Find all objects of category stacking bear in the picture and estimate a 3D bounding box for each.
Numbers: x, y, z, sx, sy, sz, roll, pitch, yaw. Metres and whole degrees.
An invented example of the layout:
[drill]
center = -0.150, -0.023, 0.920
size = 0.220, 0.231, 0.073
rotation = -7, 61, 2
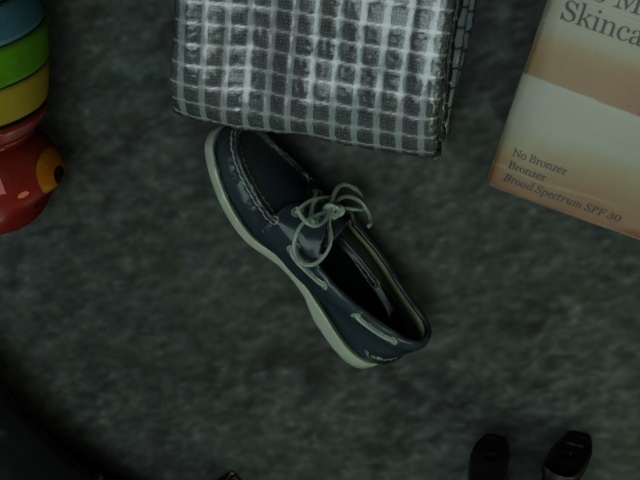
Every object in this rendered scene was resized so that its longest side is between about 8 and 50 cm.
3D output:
[stacking bear]
center = -0.296, -0.140, 1.265
size = 0.164, 0.175, 0.289
rotation = 0, 117, 15

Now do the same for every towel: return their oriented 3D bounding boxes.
[towel]
center = 0.004, -0.218, 1.159
size = 0.235, 0.121, 0.284
rotation = 10, 112, 12

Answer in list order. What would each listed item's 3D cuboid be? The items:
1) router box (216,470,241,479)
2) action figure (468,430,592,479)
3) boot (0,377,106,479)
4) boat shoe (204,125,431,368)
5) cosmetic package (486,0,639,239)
[router box]
center = -0.130, 0.280, 1.403
size = 0.122, 0.092, 0.038
rotation = -35, 98, 25
[action figure]
center = 0.177, 0.311, 1.326
size = 0.185, 0.099, 0.285
rotation = 7, 116, 7
[boot]
center = -0.376, 0.284, 1.459
size = 0.284, 0.138, 0.377
rotation = 40, 110, -1
[boat shoe]
center = 0.000, 0.000, 1.246
size = 0.079, 0.095, 0.254
rotation = -23, 105, 45
[cosmetic package]
center = 0.244, -0.166, 1.102
size = 0.153, 0.129, 0.296
rotation = 19, 114, 10
